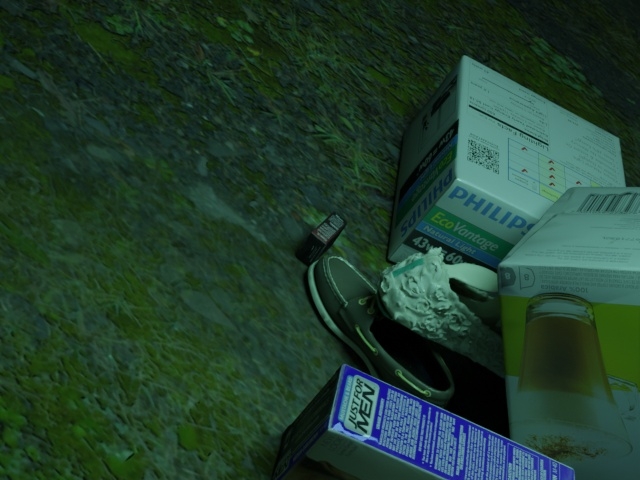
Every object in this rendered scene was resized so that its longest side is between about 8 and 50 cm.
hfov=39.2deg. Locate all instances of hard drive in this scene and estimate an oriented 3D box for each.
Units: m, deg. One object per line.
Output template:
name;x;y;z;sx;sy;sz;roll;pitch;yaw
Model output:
hard drive;0.231;0.283;1.345;0.094;0.022;0.135;31;42;-4

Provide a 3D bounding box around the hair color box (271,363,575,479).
hair color box;0.128;0.305;1.137;0.339;0.185;0.110;26;44;-9

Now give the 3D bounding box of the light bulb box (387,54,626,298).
light bulb box;0.336;-0.080;1.593;0.358;0.225;0.361;25;43;-12

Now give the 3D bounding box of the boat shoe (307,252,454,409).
boat shoe;0.091;0.131;1.342;0.109;0.091;0.305;-15;62;-41

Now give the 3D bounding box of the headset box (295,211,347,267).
headset box;0.000;0.000;1.427;0.032;0.062;0.083;39;41;5

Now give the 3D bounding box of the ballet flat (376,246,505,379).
ballet flat;0.262;0.123;1.349;0.409;0.147;0.147;26;40;-35

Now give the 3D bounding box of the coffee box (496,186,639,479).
coffee box;0.463;0.133;1.216;0.337;0.334;0.338;3;21;30
